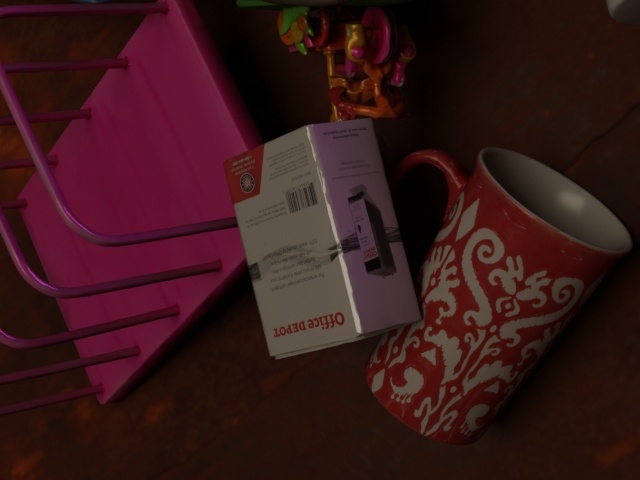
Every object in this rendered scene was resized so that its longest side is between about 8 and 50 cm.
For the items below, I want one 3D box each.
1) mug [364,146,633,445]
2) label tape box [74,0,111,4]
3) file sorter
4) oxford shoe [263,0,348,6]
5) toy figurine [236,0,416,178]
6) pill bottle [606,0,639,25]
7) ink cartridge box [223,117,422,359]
[{"bbox_3d":[0.101,0.030,0.912,0.169,0.113,0.150,-60,40,22],"label":"mug"},{"bbox_3d":[-0.240,-0.326,1.083,0.333,0.106,0.241,21,128,50],"label":"label tape box"},{"bbox_3d":[-0.196,-0.016,1.022,0.290,0.182,0.202,-44,65,42],"label":"file sorter"},{"bbox_3d":[0.058,-0.314,0.892,0.146,0.140,0.397,24,84,33],"label":"oxford shoe"},{"bbox_3d":[0.022,-0.092,0.956,0.173,0.130,0.159,15,111,61],"label":"toy figurine"},{"bbox_3d":[0.200,-0.272,0.817,0.152,0.152,0.272,-13,80,34],"label":"pill bottle"},{"bbox_3d":[0.000,0.000,0.892,0.099,0.056,0.135,-18,85,51],"label":"ink cartridge box"}]
